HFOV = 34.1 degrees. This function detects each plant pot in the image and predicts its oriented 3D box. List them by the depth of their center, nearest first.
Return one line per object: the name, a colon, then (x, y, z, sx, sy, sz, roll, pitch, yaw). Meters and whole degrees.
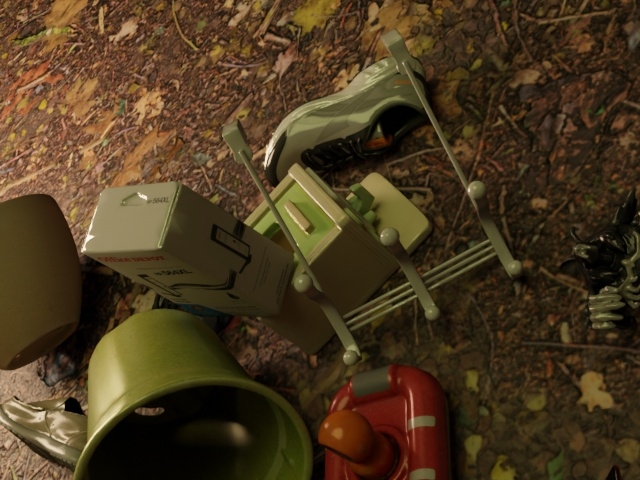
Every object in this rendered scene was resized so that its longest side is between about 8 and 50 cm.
plant pot: (-0.178, 0.220, 1.275, 0.276, 0.276, 0.254, -46, 31, 5)
plant pot: (-0.482, 0.088, 1.618, 0.284, 0.284, 0.191, -39, 81, 12)

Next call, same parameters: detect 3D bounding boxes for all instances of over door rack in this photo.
over door rack: (0.057, -0.046, 1.191, 0.239, 0.324, 0.108, -28, 3, 4)

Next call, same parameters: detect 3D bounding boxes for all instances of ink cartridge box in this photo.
ink cartridge box: (-0.155, 0.015, 1.231, 0.148, 0.203, 0.086, -3, 64, 42)

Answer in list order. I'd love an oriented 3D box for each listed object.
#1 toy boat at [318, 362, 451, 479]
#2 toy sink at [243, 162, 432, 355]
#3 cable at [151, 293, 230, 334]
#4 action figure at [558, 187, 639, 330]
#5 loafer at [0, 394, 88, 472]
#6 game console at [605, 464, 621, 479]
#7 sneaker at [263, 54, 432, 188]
toy boat: (0.052, 0.232, 1.128, 0.151, 0.151, 0.231, -20, 50, 29)
toy sink: (0.000, 0.000, 1.346, 0.234, 0.131, 0.153, -46, 43, 5)
cable: (-0.191, 0.103, 1.504, 0.150, 0.047, 0.185, 8, 70, 48)
action figure: (0.339, 0.029, 1.043, 0.275, 0.141, 0.164, 19, 86, 44)
loafer: (-0.375, 0.273, 1.511, 0.251, 0.094, 0.087, 15, 60, 40)
game console: (0.241, 0.297, 0.976, 0.124, 0.085, 0.144, -17, 52, 30)
sneaker: (0.035, -0.149, 1.447, 0.271, 0.100, 0.108, -32, 51, 18)
